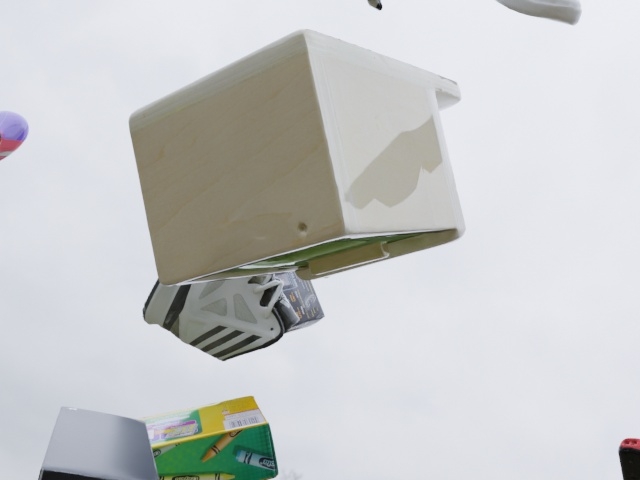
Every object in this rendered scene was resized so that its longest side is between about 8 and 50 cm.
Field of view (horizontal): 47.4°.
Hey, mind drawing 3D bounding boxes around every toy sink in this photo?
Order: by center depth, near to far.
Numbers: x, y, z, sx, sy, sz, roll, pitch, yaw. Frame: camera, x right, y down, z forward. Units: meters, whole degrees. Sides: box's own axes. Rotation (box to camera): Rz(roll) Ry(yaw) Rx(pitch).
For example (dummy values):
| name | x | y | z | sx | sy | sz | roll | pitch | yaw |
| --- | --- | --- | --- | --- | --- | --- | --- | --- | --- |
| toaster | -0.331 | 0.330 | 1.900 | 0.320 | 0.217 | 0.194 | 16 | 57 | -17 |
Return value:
| name | x | y | z | sx | sy | sz | roll | pitch | yaw |
| --- | --- | --- | --- | --- | --- | --- | --- | --- | --- |
| toy sink | 0.007 | -0.044 | 0.534 | 0.152 | 0.131 | 0.234 | -16 | -6 | 32 |

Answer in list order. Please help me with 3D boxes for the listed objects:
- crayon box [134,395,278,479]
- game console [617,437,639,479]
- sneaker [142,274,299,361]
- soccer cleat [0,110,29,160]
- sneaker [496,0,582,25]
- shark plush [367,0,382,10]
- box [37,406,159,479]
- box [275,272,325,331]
| name | x | y | z | sx | sy | sz | roll | pitch | yaw |
| --- | --- | --- | --- | --- | --- | --- | --- | --- | --- |
| crayon box | -0.211 | 0.299 | 1.018 | 0.278 | 0.081 | 0.165 | -10 | 3 | -12 |
| game console | 0.691 | 0.523 | 1.211 | 0.341 | 0.060 | 0.387 | 4 | -65 | 48 |
| sneaker | -0.115 | 0.023 | 1.318 | 0.257 | 0.169 | 0.448 | 31 | -72 | 2 |
| soccer cleat | -0.560 | -0.142 | 1.115 | 0.095 | 0.248 | 0.083 | 6 | -66 | 51 |
| sneaker | 0.235 | -0.320 | 0.831 | 0.080 | 0.212 | 0.094 | 4 | -53 | -26 |
| shark plush | 0.067 | -0.421 | 1.172 | 0.073 | 0.067 | 0.161 | 31 | 4 | -28 |
| box | -0.225 | 0.276 | 0.683 | 0.103 | 0.185 | 0.261 | 12 | -5 | -16 |
| box | -0.154 | 0.086 | 1.795 | 0.242 | 0.308 | 0.076 | -12 | -18 | -36 |
